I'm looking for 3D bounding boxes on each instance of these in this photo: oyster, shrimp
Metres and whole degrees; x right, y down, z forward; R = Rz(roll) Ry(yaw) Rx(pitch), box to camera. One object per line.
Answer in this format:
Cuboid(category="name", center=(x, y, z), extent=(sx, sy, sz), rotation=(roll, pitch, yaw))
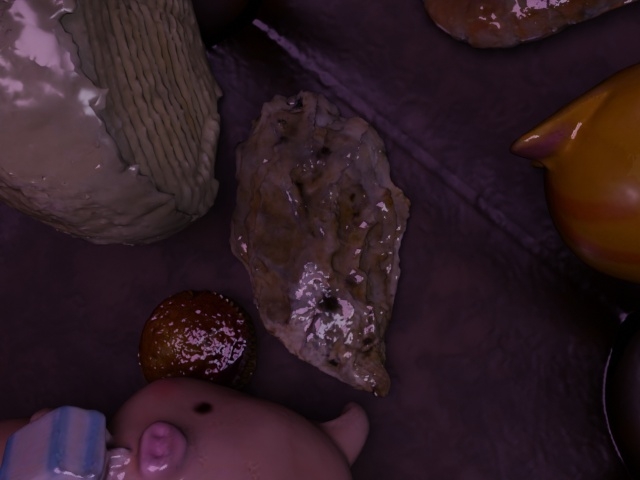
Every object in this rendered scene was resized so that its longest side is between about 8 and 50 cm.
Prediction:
Cuboid(category="oyster", center=(-0.008, -0.005, 0.660), extent=(0.133, 0.072, 0.209), rotation=(5, 85, 9))
Cuboid(category="shrimp", center=(0.173, -0.206, 0.654), extent=(0.223, 0.047, 0.126), rotation=(-17, 73, 11))

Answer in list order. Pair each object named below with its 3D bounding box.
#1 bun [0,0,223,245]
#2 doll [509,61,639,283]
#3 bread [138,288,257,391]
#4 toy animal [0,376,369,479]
Cuboid(category="bun", center=(-0.168, -0.115, 0.615), extent=(0.152, 0.259, 0.259), rotation=(-12, 84, 15))
Cuboid(category="doll", center=(0.256, -0.006, 0.563), extent=(0.269, 0.166, 0.162), rotation=(43, 93, 14))
Cuboid(category="bread", center=(-0.086, 0.075, 0.676), extent=(0.085, 0.053, 0.085), rotation=(-1, 86, 11))
Cuboid(category="toy animal", center=(-0.113, 0.173, 0.599), extent=(0.256, 0.213, 0.195), rotation=(-23, 42, 26))
